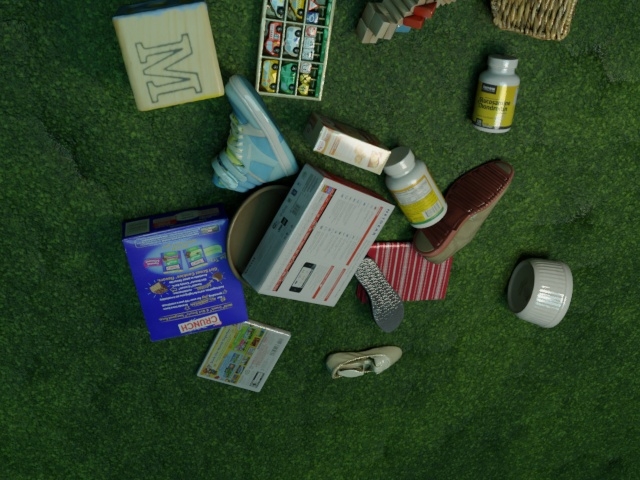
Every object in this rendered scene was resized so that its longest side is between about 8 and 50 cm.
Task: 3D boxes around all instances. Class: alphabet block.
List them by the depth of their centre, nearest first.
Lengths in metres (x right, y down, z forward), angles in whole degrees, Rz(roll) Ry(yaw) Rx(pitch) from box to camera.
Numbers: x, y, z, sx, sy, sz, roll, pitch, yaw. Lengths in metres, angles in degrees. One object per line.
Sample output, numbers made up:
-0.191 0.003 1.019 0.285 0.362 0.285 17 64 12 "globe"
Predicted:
-0.325 -0.414 1.401 0.194 0.192 0.197 -12 118 -5 "alphabet block"

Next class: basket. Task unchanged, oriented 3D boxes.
0.524 -0.645 1.532 0.214 0.223 0.299 17 116 15 "basket"

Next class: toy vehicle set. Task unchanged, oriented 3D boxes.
-0.062 -0.471 1.517 0.166 0.035 0.266 2 116 -14 "toy vehicle set"

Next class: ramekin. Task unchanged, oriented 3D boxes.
0.643 0.148 1.910 0.109 0.207 0.207 13 113 -9 "ramekin"

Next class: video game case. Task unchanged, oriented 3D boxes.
-0.228 0.334 1.902 0.206 0.026 0.227 21 111 -22 "video game case"

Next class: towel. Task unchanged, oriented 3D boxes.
0.248 0.090 1.882 0.275 0.031 0.198 -1 117 -13 "towel"

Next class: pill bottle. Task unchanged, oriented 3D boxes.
0.451 -0.376 1.646 0.103 0.103 0.184 -3 117 -12 "pill bottle"
0.244 -0.144 1.711 0.118 0.117 0.208 -33 120 5 "pill bottle"

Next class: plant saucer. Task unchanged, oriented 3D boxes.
-0.138 -0.012 1.669 0.278 0.041 0.277 -19 119 -39 "plant saucer"

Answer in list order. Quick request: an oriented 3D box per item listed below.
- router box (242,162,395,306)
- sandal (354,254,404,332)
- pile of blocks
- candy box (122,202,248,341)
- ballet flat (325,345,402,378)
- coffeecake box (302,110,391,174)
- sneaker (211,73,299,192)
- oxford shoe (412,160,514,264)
0.000 0.000 1.665 0.301 0.082 0.335 17 108 -48 "router box"
0.167 0.148 1.852 0.097 0.054 0.254 -28 110 -7 "sandal"
0.256 -0.549 1.479 0.362 0.112 0.149 -35 148 15 "pile of blocks"
-0.351 0.086 1.690 0.268 0.122 0.317 -11 117 -9 "candy box"
0.140 0.381 1.979 0.249 0.086 0.086 -6 118 -10 "ballet flat"
0.062 -0.244 1.602 0.186 0.142 0.068 17 111 -21 "coffeecake box"
-0.196 -0.229 1.527 0.208 0.127 0.319 -27 137 4 "sneaker"
0.407 -0.077 1.800 0.348 0.123 0.130 -43 142 5 "oxford shoe"
